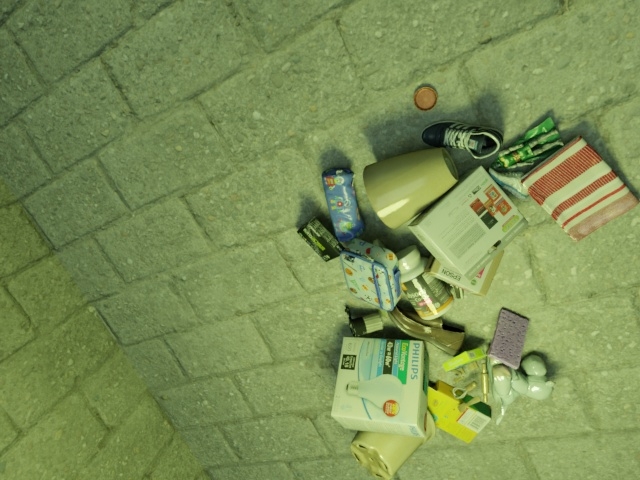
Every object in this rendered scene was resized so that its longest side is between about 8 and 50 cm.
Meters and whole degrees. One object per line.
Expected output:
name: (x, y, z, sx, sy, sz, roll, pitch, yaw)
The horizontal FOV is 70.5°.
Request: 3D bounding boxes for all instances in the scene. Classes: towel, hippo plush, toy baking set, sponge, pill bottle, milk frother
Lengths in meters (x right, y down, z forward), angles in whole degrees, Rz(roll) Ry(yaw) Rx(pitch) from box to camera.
towel: (0.876, -0.165, 1.536, 0.329, 0.037, 0.237, 41, 120, -13)
hippo plush: (0.810, 0.559, 1.820, 0.237, 0.294, 0.234, -6, 144, 12)
toy baking set: (0.649, 0.624, 1.969, 0.197, 0.030, 0.256, -15, 77, 57)
sponge: (0.747, 0.389, 1.795, 0.117, 0.210, 0.031, 24, 154, 6)
pill bottle: (0.402, 0.166, 1.823, 0.162, 0.162, 0.278, -31, 98, 29)
milk frother: (0.191, 0.351, 2.039, 0.135, 0.129, 0.143, -13, 79, -12)

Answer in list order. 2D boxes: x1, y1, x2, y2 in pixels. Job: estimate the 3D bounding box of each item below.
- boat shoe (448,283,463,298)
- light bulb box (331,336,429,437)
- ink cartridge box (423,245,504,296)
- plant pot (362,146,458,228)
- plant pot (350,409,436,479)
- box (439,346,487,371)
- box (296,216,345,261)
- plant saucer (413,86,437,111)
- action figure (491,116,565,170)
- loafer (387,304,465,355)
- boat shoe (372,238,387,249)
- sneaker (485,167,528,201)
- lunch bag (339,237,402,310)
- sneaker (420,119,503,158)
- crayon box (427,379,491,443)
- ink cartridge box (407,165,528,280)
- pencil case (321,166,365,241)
boat shoe: (0.525, 0.131, 1.815, 0.069, 0.081, 0.227, -11, 103, 21)
light bulb box: (0.272, 0.629, 1.961, 0.361, 0.358, 0.225, -2, 146, 21)
ink cartridge box: (0.541, 0.078, 1.709, 0.235, 0.088, 0.193, 24, 85, -3)
plant pot: (0.335, -0.210, 1.606, 0.274, 0.256, 0.256, -24, 105, 29)
plant pot: (0.309, 0.900, 2.078, 0.334, 0.305, 0.333, 26, 135, 29)
box: (0.599, 0.506, 1.911, 0.178, 0.109, 0.042, -52, 50, 49)
box: (0.000, 0.000, 1.903, 0.190, 0.045, 0.184, 46, 161, -6)
plant saucer: (0.371, -0.499, 1.597, 0.083, 0.013, 0.083, 8, 117, 17)
action figure: (0.700, -0.303, 1.551, 0.232, 0.063, 0.137, -26, 107, 32)
loafer: (0.457, 0.355, 1.936, 0.366, 0.134, 0.130, 27, 101, -6)
boat shoe: (0.257, 0.116, 1.894, 0.084, 0.095, 0.258, -17, 107, 22)
sneaker: (0.668, -0.218, 1.596, 0.191, 0.071, 0.083, 27, 110, -16)
lunch bag: (0.207, 0.137, 1.788, 0.243, 0.115, 0.303, 23, 146, 36)
sneaker: (0.481, -0.346, 1.551, 0.282, 0.153, 0.099, 8, 117, 16)
crayon box: (0.599, 0.785, 2.108, 0.319, 0.081, 0.202, 27, 121, 5)
ink cartridge box: (0.520, -0.056, 1.603, 0.309, 0.130, 0.272, -42, 94, -3)
pencil case: (0.096, -0.147, 1.809, 0.133, 0.119, 0.306, -5, 113, 20)
